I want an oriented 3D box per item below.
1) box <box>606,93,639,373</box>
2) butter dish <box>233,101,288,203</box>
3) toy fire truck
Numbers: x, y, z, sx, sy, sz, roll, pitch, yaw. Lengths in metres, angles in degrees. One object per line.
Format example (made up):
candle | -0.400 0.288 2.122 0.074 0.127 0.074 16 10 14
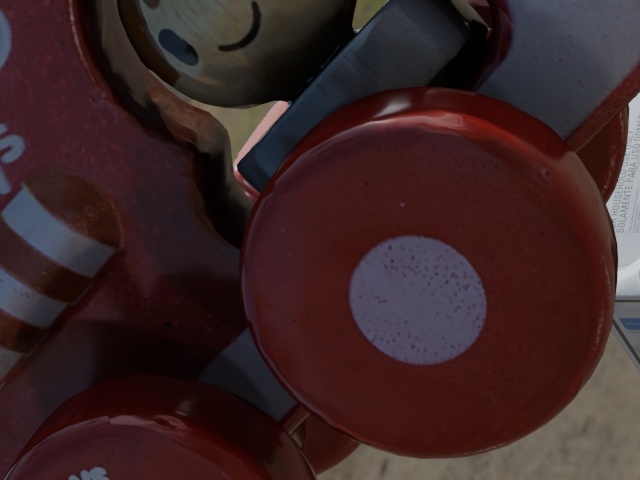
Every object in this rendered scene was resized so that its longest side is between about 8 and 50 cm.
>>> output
box | 0.257 0.037 0.962 0.290 0.087 0.169 48 -131 -46
butter dish | 0.000 0.000 1.135 0.118 0.160 0.160 -53 4 28
toy fire truck | -0.053 -0.027 0.518 0.302 0.254 0.169 -47 7 25
